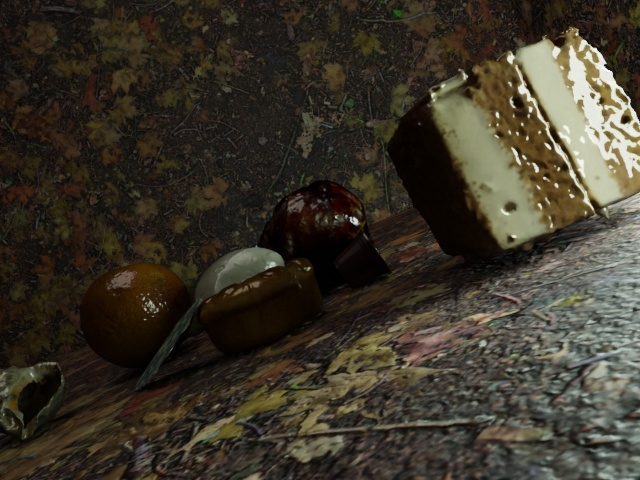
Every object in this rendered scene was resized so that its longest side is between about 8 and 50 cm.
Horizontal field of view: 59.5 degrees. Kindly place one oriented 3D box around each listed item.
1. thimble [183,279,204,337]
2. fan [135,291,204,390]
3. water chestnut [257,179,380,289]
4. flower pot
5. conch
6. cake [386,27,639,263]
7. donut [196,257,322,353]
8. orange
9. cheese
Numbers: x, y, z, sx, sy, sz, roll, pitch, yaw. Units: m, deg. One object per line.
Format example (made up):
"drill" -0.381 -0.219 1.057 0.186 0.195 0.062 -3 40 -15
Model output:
"thimble" -0.395 0.198 1.589 0.137 0.144 0.190 -24 3 -9
"fan" -0.274 0.190 1.001 0.240 0.009 0.131 -51 14 17
"water chestnut" 0.000 0.000 1.301 0.289 0.244 0.289 -42 -16 -15
"flower pot" 0.077 0.046 1.131 0.089 0.111 0.111 -35 2 3
"conch" -0.551 0.295 1.045 0.155 0.130 0.207 -54 29 -13
"cake" 0.287 -0.123 0.845 0.290 0.282 0.256 -27 -4 -4
"donut" -0.107 0.117 1.011 0.226 0.114 0.226 -23 3 1
"orange" -0.429 0.172 1.307 0.264 0.264 0.264 -23 2 1
"cheese" -0.182 0.108 1.207 0.198 0.154 0.189 -53 11 -28
